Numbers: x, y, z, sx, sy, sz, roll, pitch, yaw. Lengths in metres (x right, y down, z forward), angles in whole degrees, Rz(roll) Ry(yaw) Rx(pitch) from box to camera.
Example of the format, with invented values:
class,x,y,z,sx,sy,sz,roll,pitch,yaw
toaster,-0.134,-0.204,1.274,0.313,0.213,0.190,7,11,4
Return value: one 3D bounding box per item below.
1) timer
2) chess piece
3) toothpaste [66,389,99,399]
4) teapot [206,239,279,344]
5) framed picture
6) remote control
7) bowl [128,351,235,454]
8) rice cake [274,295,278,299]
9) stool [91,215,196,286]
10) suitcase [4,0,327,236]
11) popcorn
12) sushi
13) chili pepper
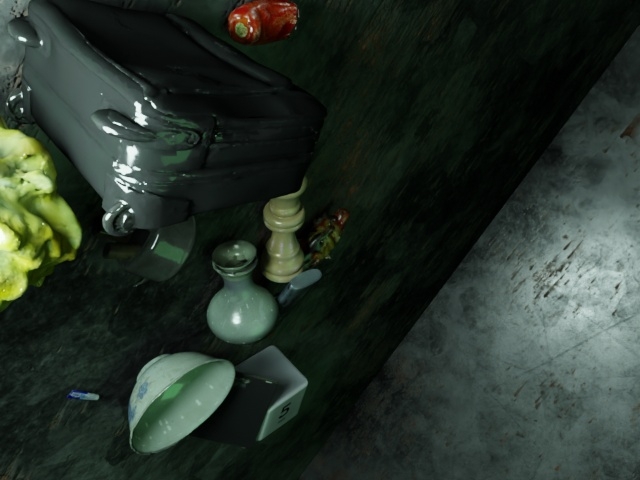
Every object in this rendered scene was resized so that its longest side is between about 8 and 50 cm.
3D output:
class,x,y,z,sx,sy,sz,roll,pitch,yaw
timer,-0.182,0.501,1.866,0.194,0.192,0.195,-25,145,-39
chess piece,-0.085,-0.064,1.365,0.117,0.117,0.397,-32,147,-31
toothpaste,-0.554,0.362,1.323,0.024,0.015,0.083,-49,148,3
teapot,-0.200,0.128,1.392,0.183,0.183,0.250,-32,137,-31
framed picture,-0.291,0.504,1.703,0.014,0.255,0.338,-85,-167,-55
remote control,-0.116,0.195,1.577,0.107,0.044,0.377,-18,158,-38
bowl,-0.385,0.380,1.453,0.313,0.146,0.313,-38,153,-24
rice cake,-0.153,0.198,1.679,0.245,0.042,0.045,-21,156,-44
stool,-0.318,-0.035,1.039,0.153,0.227,0.139,-18,149,38
suitcase,-0.198,-0.181,0.767,0.339,0.345,0.188,-15,134,-45
popcorn,-0.467,-0.027,0.652,0.312,0.312,0.312,-36,151,-24
sushi,-0.001,-0.001,1.594,0.226,0.103,0.097,-45,127,-2
chili pepper,-0.100,-0.376,0.974,0.123,0.073,0.070,-29,105,-39
